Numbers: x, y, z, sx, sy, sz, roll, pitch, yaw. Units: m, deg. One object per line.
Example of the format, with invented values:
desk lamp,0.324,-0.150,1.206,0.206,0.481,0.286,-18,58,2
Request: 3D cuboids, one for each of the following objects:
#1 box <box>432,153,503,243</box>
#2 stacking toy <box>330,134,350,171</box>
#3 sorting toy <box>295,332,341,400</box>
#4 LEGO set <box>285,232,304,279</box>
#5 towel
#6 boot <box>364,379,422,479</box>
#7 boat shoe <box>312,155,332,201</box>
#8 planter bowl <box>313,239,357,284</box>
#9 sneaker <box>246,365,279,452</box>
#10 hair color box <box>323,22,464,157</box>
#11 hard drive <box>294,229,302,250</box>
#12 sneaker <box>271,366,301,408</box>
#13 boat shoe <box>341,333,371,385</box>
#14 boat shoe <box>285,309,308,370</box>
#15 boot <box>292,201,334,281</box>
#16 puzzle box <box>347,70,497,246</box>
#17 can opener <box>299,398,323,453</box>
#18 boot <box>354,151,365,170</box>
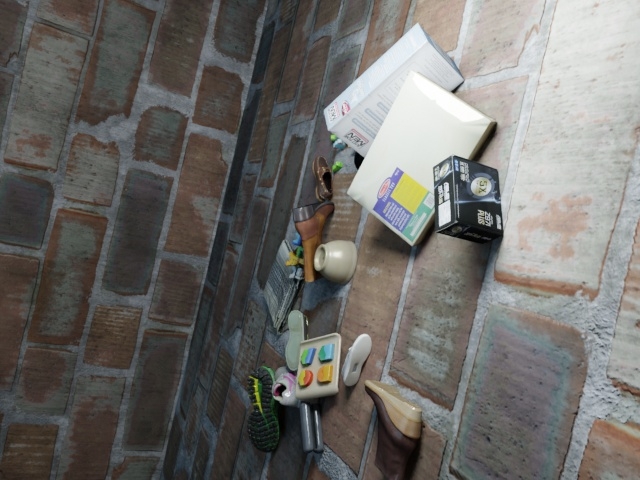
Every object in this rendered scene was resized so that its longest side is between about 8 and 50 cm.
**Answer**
box,0.354,-0.097,1.322,0.077,0.147,0.180,-33,48,56
stacking toy,0.092,-0.391,2.129,0.221,0.052,0.167,-40,44,54
sorting toy,-0.013,0.434,1.889,0.193,0.038,0.208,-22,53,37
LEGO set,-0.067,0.057,2.189,0.093,0.087,0.227,20,95,29
towel,-0.175,0.201,2.408,0.312,0.056,0.324,-66,28,22
boot,0.171,0.509,1.487,0.248,0.090,0.207,20,95,61
boat shoe,0.018,-0.258,2.206,0.073,0.073,0.207,-40,51,50
planter bowl,0.044,0.071,1.943,0.162,0.109,0.162,-38,46,53
sneaker,-0.207,0.676,2.202,0.134,0.146,0.343,-1,86,19
hair color box,0.208,-0.426,1.615,0.374,0.185,0.113,-38,41,27
hard drive,-0.075,-0.025,2.343,0.135,0.022,0.094,-43,42,51
sneaker,-0.134,0.552,2.087,0.252,0.111,0.103,26,102,65
boat shoe,0.109,0.368,1.729,0.063,0.066,0.184,-131,48,-59
boat shoe,-0.084,0.387,2.119,0.081,0.068,0.228,-2,78,24
boot,0.000,0.000,2.058,0.096,0.264,0.280,-8,97,22
puzzle box,0.264,-0.222,1.524,0.272,0.052,0.409,42,122,24
can opener,-0.027,0.580,1.891,0.095,0.076,0.283,-51,36,45
boot,0.206,-0.276,1.780,0.246,0.094,0.207,-53,30,30
